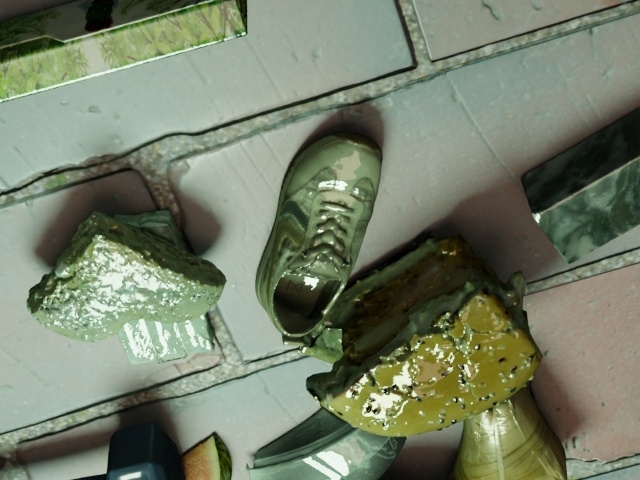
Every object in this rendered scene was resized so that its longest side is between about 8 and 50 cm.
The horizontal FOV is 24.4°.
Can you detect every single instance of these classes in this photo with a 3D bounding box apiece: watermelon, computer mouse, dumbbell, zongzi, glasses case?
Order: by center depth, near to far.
[{"bbox_3d":[-0.212,-0.220,1.530,0.272,0.095,0.062,-15,120,5],"label":"glasses case"},{"bbox_3d":[-0.331,0.334,1.864,0.324,0.160,0.144,-15,124,5],"label":"dumbbell"},{"bbox_3d":[0.201,0.265,1.904,0.197,0.099,0.194,-18,122,21],"label":"zongzi"},{"bbox_3d":[0.008,0.295,1.917,0.231,0.071,0.126,-31,121,17],"label":"computer mouse"},{"bbox_3d":[-0.160,0.335,1.951,0.163,0.087,0.069,-41,155,24],"label":"watermelon"}]

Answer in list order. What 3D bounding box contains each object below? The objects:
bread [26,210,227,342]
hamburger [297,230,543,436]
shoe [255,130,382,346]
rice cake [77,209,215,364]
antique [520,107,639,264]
[{"bbox_3d":[-0.226,0.042,1.682,0.232,0.064,0.173,-8,127,1],"label":"bread"},{"bbox_3d":[0.131,0.124,1.749,0.288,0.168,0.192,-36,117,19],"label":"hamburger"},{"bbox_3d":[0.000,0.000,1.699,0.103,0.098,0.275,9,122,-15],"label":"shoe"},{"bbox_3d":[-0.204,0.061,1.758,0.124,0.038,0.211,-9,124,2],"label":"rice cake"},{"bbox_3d":[0.332,-0.067,1.683,0.183,0.086,0.088,-30,122,16],"label":"antique"}]
